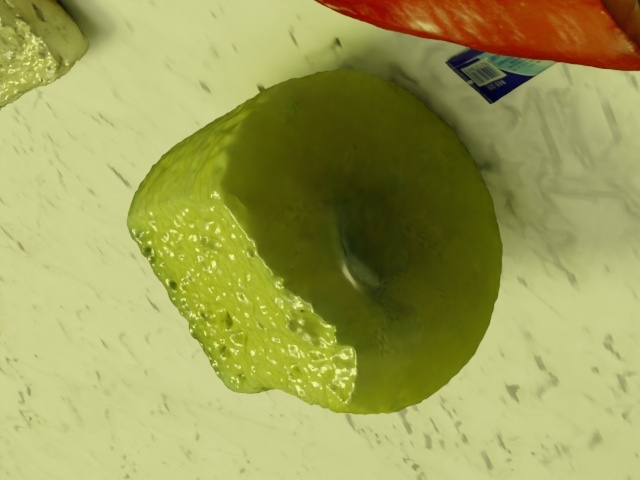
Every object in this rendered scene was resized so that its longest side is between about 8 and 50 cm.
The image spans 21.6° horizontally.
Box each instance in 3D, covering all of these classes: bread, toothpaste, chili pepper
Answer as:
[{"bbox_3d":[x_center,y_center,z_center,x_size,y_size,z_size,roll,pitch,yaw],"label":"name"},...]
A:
[{"bbox_3d":[-0.144,-0.097,0.720,0.070,0.035,0.083,-14,122,49],"label":"bread"},{"bbox_3d":[0.000,0.000,0.648,0.114,0.111,0.129,-11,109,55],"label":"bread"},{"bbox_3d":[0.071,-0.067,0.584,0.024,0.015,0.083,40,154,-11],"label":"toothpaste"},{"bbox_3d":[0.038,-0.095,0.535,0.169,0.065,0.088,7,133,44],"label":"chili pepper"}]
